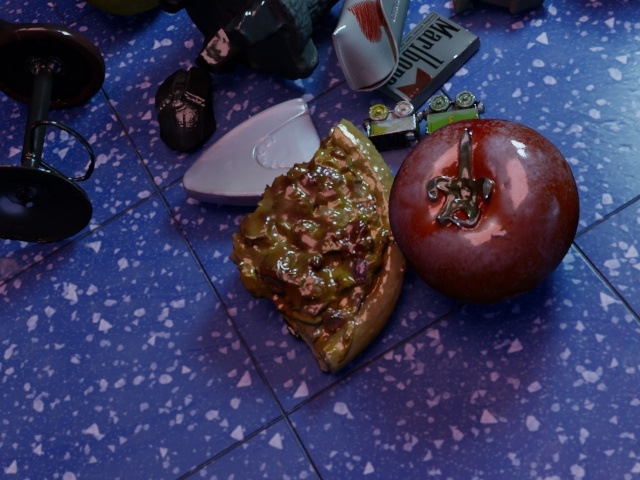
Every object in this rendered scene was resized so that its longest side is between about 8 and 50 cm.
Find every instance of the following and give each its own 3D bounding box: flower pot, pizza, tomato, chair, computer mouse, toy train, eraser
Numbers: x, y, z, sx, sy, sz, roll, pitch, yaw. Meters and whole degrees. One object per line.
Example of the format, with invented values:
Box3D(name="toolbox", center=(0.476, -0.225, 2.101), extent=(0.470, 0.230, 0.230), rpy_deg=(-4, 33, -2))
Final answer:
Box3D(name="flower pot", center=(-0.099, -0.418, 1.871), extent=(0.299, 0.299, 0.283), rpy_deg=(26, 61, 29))
Box3D(name="pizza", center=(0.000, 0.000, 1.647), extent=(0.277, 0.114, 0.409), rpy_deg=(7, 68, 6))
Box3D(name="tomato", center=(0.240, -0.041, 1.547), extent=(0.270, 0.227, 0.270), rpy_deg=(-10, 69, 28))
Box3D(name="chair", center=(-0.498, -0.218, 1.889), extent=(0.226, 0.226, 0.401), rpy_deg=(-11, 56, 10))
Box3D(name="computer mouse", center=(-0.244, -0.241, 1.921), extent=(0.105, 0.062, 0.192), rpy_deg=(-9, 58, 11))
Box3D(name="toy train", center=(0.168, -0.189, 1.764), extent=(0.202, 0.060, 0.081), rpy_deg=(-7, 63, 15))
Box3D(name="eraser", center=(-0.110, -0.122, 1.806), extent=(0.243, 0.059, 0.204), rpy_deg=(-19, 56, 1))

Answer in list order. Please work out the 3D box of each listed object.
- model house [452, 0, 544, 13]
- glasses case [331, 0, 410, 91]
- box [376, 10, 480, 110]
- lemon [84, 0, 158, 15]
Box3D(name="model house", center=(0.333, -0.501, 1.881), extent=(0.188, 0.122, 0.229), rpy_deg=(8, 75, 7))
Box3D(name="glasses case", center=(0.094, -0.399, 1.849), extent=(0.083, 0.128, 0.308), rpy_deg=(-14, 44, 30))
Box3D(name="box", center=(0.175, -0.310, 1.853), extent=(0.177, 0.036, 0.115), rpy_deg=(-45, 58, -13))
Box3D(name="lemon", center=(-0.391, -0.571, 2.057), extent=(0.310, 0.258, 0.258), rpy_deg=(34, 73, 24))
